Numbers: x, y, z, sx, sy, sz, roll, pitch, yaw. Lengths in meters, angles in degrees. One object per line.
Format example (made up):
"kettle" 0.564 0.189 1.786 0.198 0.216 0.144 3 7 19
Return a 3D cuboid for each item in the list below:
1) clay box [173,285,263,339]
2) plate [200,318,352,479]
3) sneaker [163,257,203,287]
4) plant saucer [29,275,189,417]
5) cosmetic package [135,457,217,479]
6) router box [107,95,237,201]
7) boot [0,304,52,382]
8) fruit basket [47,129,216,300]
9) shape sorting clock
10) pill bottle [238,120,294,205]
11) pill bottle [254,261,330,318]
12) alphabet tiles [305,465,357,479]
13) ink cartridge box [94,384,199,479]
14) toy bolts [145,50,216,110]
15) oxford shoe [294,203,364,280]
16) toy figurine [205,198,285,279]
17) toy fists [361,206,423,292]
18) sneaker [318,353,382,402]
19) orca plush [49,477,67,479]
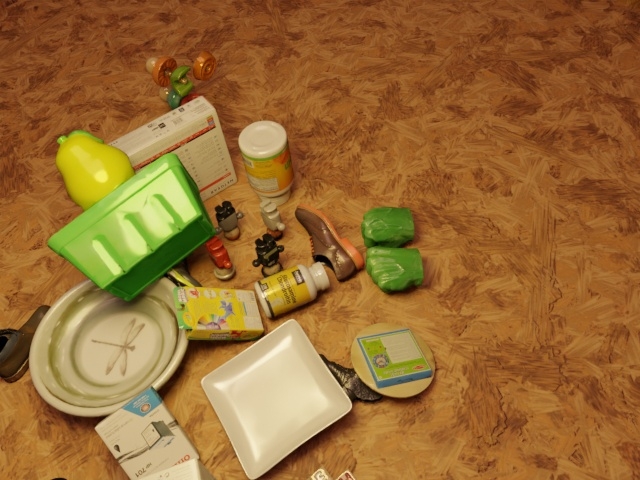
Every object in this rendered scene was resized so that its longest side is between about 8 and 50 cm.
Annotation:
"clay box" -0.262 0.183 1.397 0.221 0.053 0.128 7 46 -32
"plate" -0.105 0.364 1.306 0.278 0.045 0.277 -34 56 -7
"sneaker" -0.410 0.043 1.554 0.121 0.111 0.300 -35 60 -23
"plant saucer" -0.515 0.260 1.408 0.399 0.101 0.401 -3 53 3
"cosmetic package" -0.253 0.578 1.071 0.138 0.224 0.225 -19 54 -8
"router box" -0.429 -0.211 1.618 0.335 0.301 0.082 -33 57 -18
"boot" -0.771 0.245 1.441 0.082 0.106 0.219 6 55 10
"fruit basket" -0.497 -0.090 1.390 0.391 0.283 0.393 -1 73 3
"shape sorting clock" 0.173 0.285 1.339 0.206 0.040 0.206 6 41 -5
"pill bottle" -0.150 -0.214 1.624 0.136 0.246 0.137 -3 54 4
"pill bottle" -0.073 0.124 1.458 0.184 0.103 0.103 -23 55 -10
"alphabet tiles" 0.004 0.601 1.162 0.237 0.009 0.198 -35 58 -18
"ink cartridge box" -0.376 0.438 1.221 0.139 0.082 0.191 -36 90 -19
"toy bolts" -0.483 -0.555 1.921 0.158 0.229 0.218 29 56 13
"oxford shoe" 0.000 0.000 1.549 0.098 0.097 0.271 -37 59 -13
"toy figurine" -0.201 0.001 1.544 0.212 0.148 0.210 -4 48 6
"toy fists" 0.184 0.020 1.515 0.142 0.096 0.279 1 52 -5
"sneaker" 0.066 0.326 1.332 0.089 0.051 0.170 -29 61 -15
"orca plush" -0.588 0.632 1.143 0.151 0.102 0.287 7 55 11
